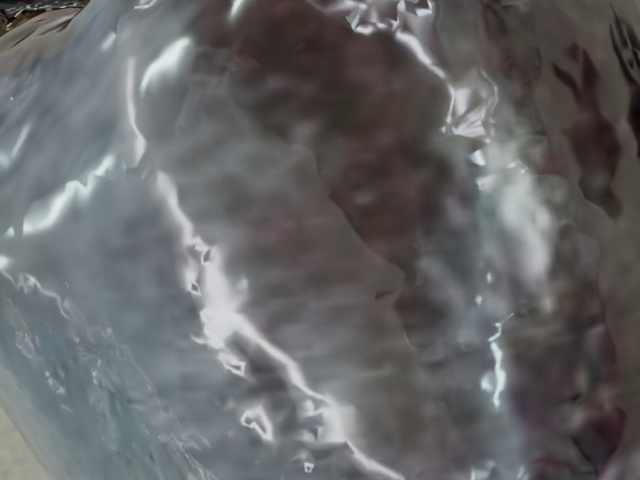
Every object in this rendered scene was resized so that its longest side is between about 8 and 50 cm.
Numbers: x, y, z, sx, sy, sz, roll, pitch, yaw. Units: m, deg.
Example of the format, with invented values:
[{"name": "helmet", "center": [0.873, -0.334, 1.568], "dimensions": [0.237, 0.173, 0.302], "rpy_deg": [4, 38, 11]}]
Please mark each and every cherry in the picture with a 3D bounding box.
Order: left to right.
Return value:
[{"name": "cherry", "center": [0.000, 0.000, 0.591], "dimensions": [0.255, 0.218, 0.296], "rpy_deg": [-29, 82, 46]}]

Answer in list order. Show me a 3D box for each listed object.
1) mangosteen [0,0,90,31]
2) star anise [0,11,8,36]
[{"name": "mangosteen", "center": [-0.162, -0.288, 1.373], "dimensions": [0.421, 0.381, 0.381], "rpy_deg": [41, 112, 33]}, {"name": "star anise", "center": [-0.226, -0.102, 1.048], "dimensions": [0.346, 0.148, 0.237], "rpy_deg": [-25, 41, 13]}]
